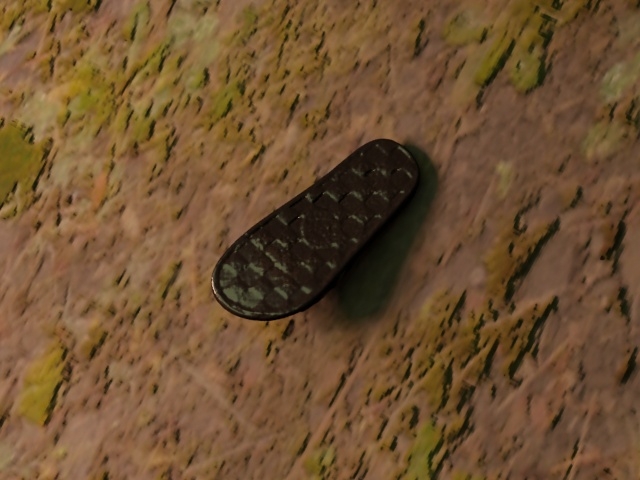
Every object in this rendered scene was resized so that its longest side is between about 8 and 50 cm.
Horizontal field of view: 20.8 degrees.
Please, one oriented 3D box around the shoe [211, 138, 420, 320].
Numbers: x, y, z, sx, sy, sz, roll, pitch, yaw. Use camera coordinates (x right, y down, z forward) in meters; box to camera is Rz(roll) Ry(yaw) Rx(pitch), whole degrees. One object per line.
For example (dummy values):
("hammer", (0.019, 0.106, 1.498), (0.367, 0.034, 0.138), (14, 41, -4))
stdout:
("shoe", (0.000, 0.000, 1.267), (0.179, 0.049, 0.071), (-41, 76, -16))
